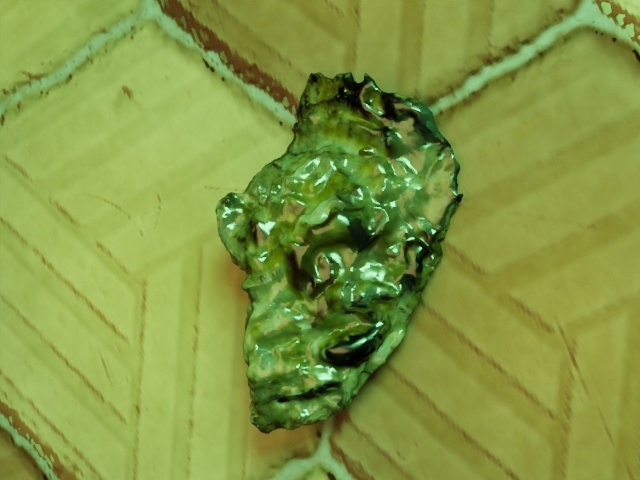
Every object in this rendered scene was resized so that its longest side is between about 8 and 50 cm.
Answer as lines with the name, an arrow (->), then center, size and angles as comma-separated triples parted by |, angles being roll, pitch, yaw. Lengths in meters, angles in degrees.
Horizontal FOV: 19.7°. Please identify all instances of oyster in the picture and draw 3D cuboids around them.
oyster -> -0.001, 0.008, 0.870 | 0.105, 0.056, 0.177 | 31, 106, 23
